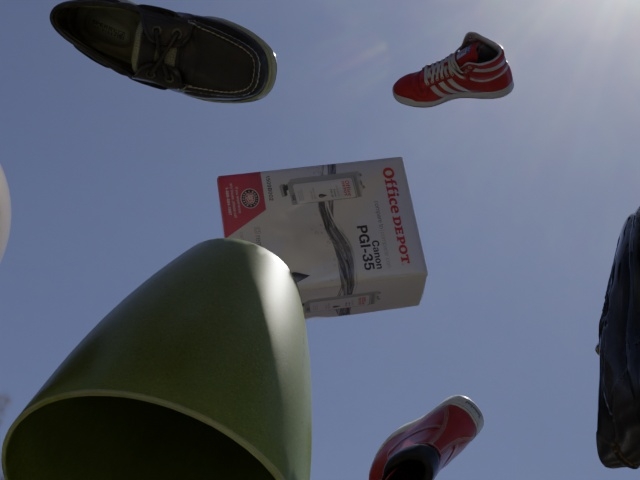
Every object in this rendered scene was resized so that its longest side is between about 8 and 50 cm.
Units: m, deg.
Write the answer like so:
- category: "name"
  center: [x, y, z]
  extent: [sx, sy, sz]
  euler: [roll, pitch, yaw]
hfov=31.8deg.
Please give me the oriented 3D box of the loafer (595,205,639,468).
- category: "loafer"
  center: [0.171, 0.046, 0.602]
  extent: [0.062, 0.170, 0.061]
  euler: [36, -50, -14]

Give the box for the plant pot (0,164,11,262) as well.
- category: "plant pot"
  center: [-0.455, -0.033, 1.227]
  extent: [0.284, 0.284, 0.191]
  euler: [13, 7, 7]

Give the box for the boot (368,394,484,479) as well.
- category: "boot"
  center: [0.107, 0.325, 1.552]
  extent: [0.088, 0.176, 0.244]
  euler: [45, -46, 8]

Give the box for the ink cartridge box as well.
- category: "ink cartridge box"
  center: [0.000, 0.000, 1.648]
  extent: [0.282, 0.207, 0.117]
  euler: [-7, -26, -6]

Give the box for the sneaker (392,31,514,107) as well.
- category: "sneaker"
  center: [0.123, -0.164, 1.075]
  extent: [0.118, 0.042, 0.067]
  euler: [-5, -30, 13]

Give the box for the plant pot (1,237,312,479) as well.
- category: "plant pot"
  center: [-0.116, 0.140, 1.085]
  extent: [0.274, 0.294, 0.275]
  euler: [8, -51, 10]

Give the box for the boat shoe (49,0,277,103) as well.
- category: "boat shoe"
  center: [-0.148, -0.173, 1.018]
  extent: [0.223, 0.073, 0.080]
  euler: [21, -69, 22]
